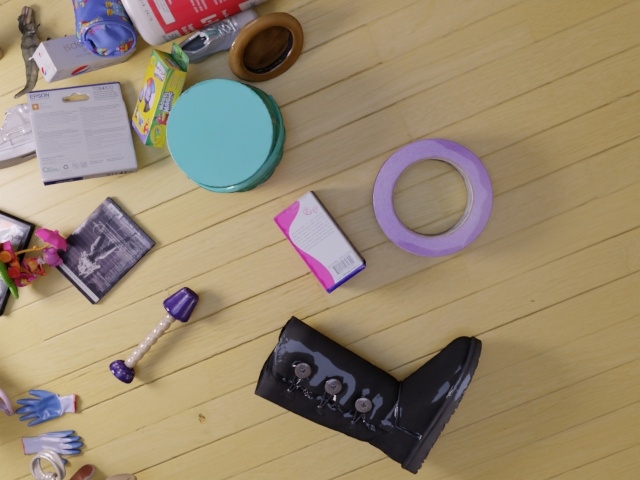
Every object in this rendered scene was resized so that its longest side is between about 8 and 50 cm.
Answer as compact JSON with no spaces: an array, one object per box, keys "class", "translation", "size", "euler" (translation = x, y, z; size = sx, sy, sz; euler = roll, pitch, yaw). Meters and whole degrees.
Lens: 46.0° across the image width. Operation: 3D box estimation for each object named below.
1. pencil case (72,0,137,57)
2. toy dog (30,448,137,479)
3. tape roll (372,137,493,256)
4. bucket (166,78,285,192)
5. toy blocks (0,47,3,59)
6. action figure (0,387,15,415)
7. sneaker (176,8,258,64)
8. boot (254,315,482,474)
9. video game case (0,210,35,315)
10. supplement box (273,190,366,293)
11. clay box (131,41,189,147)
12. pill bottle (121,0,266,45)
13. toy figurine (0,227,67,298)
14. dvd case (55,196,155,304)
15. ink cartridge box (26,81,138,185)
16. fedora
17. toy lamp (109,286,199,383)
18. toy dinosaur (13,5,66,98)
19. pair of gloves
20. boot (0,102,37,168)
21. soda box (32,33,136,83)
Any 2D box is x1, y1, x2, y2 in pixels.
[{"class":"pencil case","translation":[-0.509,-0.553,1.700],"size":[0.133,0.119,0.306],"euler":[-20,65,-3]},{"class":"toy dog","translation":[-0.557,0.641,1.868],"size":[0.334,0.161,0.220],"euler":[18,98,16]},{"class":"tape roll","translation":[0.261,-0.101,1.773],"size":[0.275,0.090,0.274],"euler":[0,94,3]},{"class":"bucket","translation":[-0.216,-0.240,1.739],"size":[0.282,0.183,0.280],"euler":[0,95,3]},{"class":"toy blocks","translation":[-0.949,-0.509,1.718],"size":[0.309,0.260,0.288],"euler":[-18,94,4]},{"class":"action figure","translation":[-0.915,0.267,1.812],"size":[0.276,0.248,0.370],"euler":[-11,65,-27]},{"class":"sneaker","translation":[-0.242,-0.481,1.766],"size":[0.212,0.094,0.080],"euler":[-30,91,5]},{"class":"boot","translation":[0.110,0.300,1.797],"size":[0.445,0.146,0.366],"euler":[28,94,5]},{"class":"video game case","translation":[-0.880,0.025,1.869],"size":[0.275,0.035,0.248],"euler":[22,95,1]},{"class":"supplement box","translation":[0.000,0.000,1.783],"size":[0.111,0.114,0.220],"euler":[-36,93,6]},{"class":"clay box","translation":[-0.371,-0.341,1.738],"size":[0.053,0.127,0.222],"euler":[6,118,-34]},{"class":"pill bottle","translation":[-0.242,-0.614,1.688],"size":[0.408,0.229,0.228],"euler":[-21,93,5]},{"class":"toy figurine","translation":[-0.686,0.041,1.812],"size":[0.159,0.130,0.173],"euler":[-21,124,-14]},{"class":"dvd case","translation":[-0.541,0.026,1.860],"size":[0.221,0.018,0.164],"euler":[-44,92,5]},{"class":"ink cartridge box","translation":[-0.562,-0.254,1.780],"size":[0.224,0.045,0.223],"euler":[-10,81,-18]},{"class":"fedora","translation":[-0.135,-0.461,1.750],"size":[0.194,0.194,0.079],"euler":[-33,58,5]},{"class":"toy lamp","translation":[-0.403,0.226,1.841],"size":[0.080,0.080,0.274],"euler":[44,96,-1]},{"class":"toy dinosaur","translation":[-0.658,-0.442,1.780],"size":[0.118,0.064,0.268],"euler":[-9,62,-3]},{"class":"pair of gloves","translation":[-0.685,0.472,1.901],"size":[0.160,0.023,0.198],"euler":[-5,94,4]},{"class":"boot","translation":[-0.744,-0.255,1.821],"size":[0.259,0.095,0.123],"euler":[-19,87,-4]},{"class":"soda box","translation":[-0.540,-0.433,1.734],"size":[0.069,0.216,0.073],"euler":[-26,93,49]}]
